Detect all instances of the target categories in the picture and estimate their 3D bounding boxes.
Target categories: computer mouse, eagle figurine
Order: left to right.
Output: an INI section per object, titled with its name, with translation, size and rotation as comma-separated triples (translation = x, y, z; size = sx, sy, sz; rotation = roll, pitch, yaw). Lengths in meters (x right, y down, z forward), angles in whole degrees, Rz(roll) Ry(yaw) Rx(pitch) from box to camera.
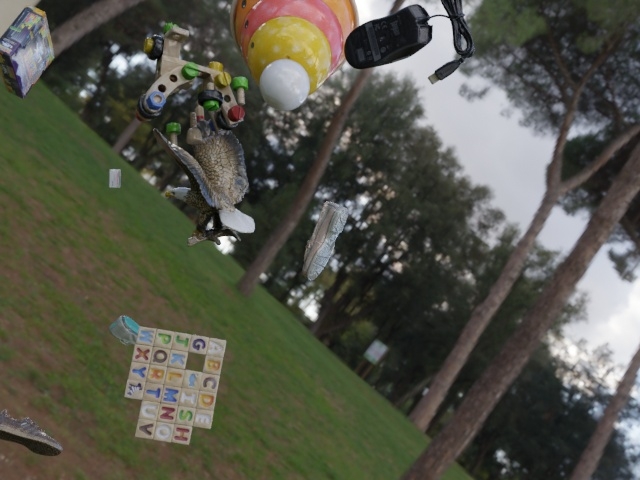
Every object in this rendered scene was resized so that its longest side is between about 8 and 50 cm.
[eagle figurine]
translation = -0.287, -0.141, 1.876
size = 0.226, 0.225, 0.299
rotation = -140, -134, -70
[computer mouse]
translation = 0.184, -0.382, 1.526
size = 0.060, 0.261, 0.184
rotation = 9, 60, -64

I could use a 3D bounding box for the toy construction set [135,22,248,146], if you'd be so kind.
[toy construction set]
translation = -0.313, -0.377, 1.835
size = 0.257, 0.238, 0.309
rotation = -3, -13, -8

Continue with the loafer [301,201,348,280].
[loafer]
translation = 0.000, 0.000, 1.184
size = 0.039, 0.125, 0.045
rotation = 28, 3, 28

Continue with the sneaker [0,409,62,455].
[sneaker]
translation = -0.744, 0.491, 1.963
size = 0.188, 0.066, 0.071
rotation = 33, 37, -28

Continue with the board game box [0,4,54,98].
[board game box]
translation = -0.674, -0.430, 1.748
size = 0.048, 0.141, 0.170
rotation = 24, -25, 0

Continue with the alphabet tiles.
[alphabet tiles]
translation = -0.326, 0.321, 1.683
size = 0.198, 0.237, 0.009
rotation = 10, -17, -5

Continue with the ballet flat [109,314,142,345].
[ballet flat]
translation = -0.505, 0.277, 2.134
size = 0.213, 0.068, 0.072
rotation = 45, 13, -44

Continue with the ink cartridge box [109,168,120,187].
[ink cartridge box]
translation = -0.539, -0.162, 2.000
size = 0.028, 0.048, 0.083
rotation = 0, 4, -17

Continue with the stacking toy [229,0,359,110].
[stacking toy]
translation = -0.076, -0.471, 1.896
size = 0.350, 0.350, 0.480
rotation = 43, 26, -24
